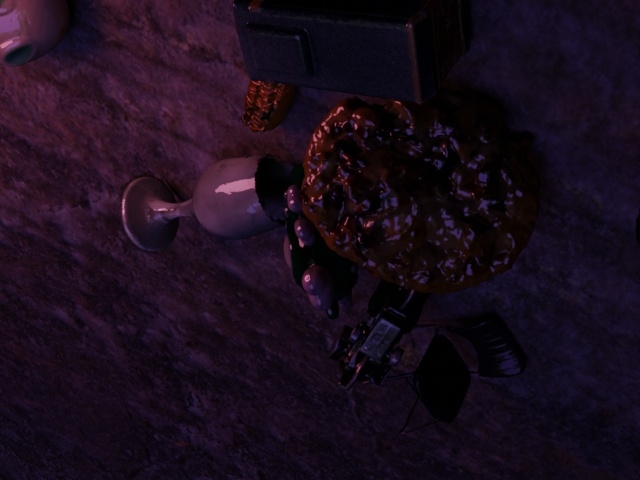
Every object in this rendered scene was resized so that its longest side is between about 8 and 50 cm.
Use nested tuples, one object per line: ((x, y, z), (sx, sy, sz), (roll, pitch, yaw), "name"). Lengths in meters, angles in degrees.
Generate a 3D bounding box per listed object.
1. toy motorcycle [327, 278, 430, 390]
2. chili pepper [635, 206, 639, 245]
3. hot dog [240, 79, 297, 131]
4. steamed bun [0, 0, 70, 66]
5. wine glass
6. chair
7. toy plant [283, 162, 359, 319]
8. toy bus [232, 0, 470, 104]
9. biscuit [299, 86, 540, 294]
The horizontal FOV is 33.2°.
((0.108, 0.113, 1.682), (0.125, 0.187, 0.274), (31, 122, -1), "toy motorcycle")
((0.474, -0.022, 1.336), (0.174, 0.165, 0.261), (-4, 121, 51), "chili pepper")
((-0.073, -0.226, 1.586), (0.072, 0.055, 0.188), (31, 142, 7), "hot dog")
((-0.507, -0.357, 1.695), (0.228, 0.131, 0.177), (8, 132, 31), "steamed bun")
((-0.183, -0.061, 1.765), (0.321, 0.143, 0.143), (-5, 127, 38), "wine glass")
((0.207, 0.220, 1.778), (0.221, 0.145, 0.140), (-13, 122, 41), "chair")
((0.002, 0.002, 1.625), (0.112, 0.232, 0.243), (-12, 97, 14), "toy plant")
((0.035, -0.276, 1.372), (0.275, 0.167, 0.138), (13, 137, 25), "toy bus")
((0.139, -0.068, 1.468), (0.334, 0.081, 0.289), (20, 108, -5), "biscuit")
